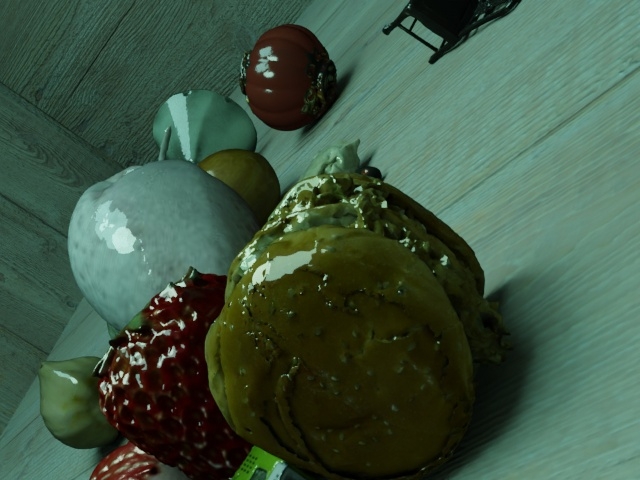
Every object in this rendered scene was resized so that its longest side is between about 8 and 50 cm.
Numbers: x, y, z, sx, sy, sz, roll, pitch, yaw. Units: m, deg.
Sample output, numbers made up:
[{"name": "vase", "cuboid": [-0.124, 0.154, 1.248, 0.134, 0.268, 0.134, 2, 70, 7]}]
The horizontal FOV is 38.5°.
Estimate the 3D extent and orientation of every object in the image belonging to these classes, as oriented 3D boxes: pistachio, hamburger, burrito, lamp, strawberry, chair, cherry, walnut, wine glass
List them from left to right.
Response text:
[{"name": "pistachio", "cuboid": [-0.456, 0.303, 1.741, 0.166, 0.197, 0.288, -56, 4, -22]}, {"name": "cherry", "cuboid": [-0.246, 0.023, 1.473, 0.291, 0.327, 0.335, -59, 11, 21]}, {"name": "wine glass", "cuboid": [-0.303, -0.149, 2.165, 0.267, 0.267, 0.406, -45, 22, 30]}, {"name": "walnut", "cuboid": [-0.202, -0.046, 1.740, 0.298, 0.203, 0.203, -50, 14, -14]}, {"name": "strawberry", "cuboid": [-0.103, 0.164, 0.937, 0.205, 0.244, 0.205, -44, -6, -6]}, {"name": "lamp", "cuboid": [-0.063, -0.345, 1.951, 0.227, 0.227, 0.227, -48, 17, 20]}, {"name": "burrito", "cuboid": [-0.038, 0.000, 1.384, 0.117, 0.076, 0.392, -31, 28, 54]}, {"name": "hamburger", "cuboid": [0.035, 0.068, 0.790, 0.261, 0.245, 0.211, 1, 26, 16]}, {"name": "chair", "cuboid": [0.209, -0.373, 1.405, 0.106, 0.113, 0.229, -63, 15, -24]}]

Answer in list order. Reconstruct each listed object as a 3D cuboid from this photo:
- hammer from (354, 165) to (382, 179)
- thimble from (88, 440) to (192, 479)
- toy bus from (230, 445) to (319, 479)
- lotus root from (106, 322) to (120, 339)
[{"name": "hammer", "cuboid": [0.000, 0.000, 1.284, 0.111, 0.033, 0.287, 16, 57, 32]}, {"name": "thimble", "cuboid": [-0.178, 0.307, 0.992, 0.189, 0.163, 0.125, -50, 18, 25]}, {"name": "toy bus", "cuboid": [-0.084, 0.330, 0.783, 0.301, 0.113, 0.139, -58, 20, -17]}, {"name": "lotus root", "cuboid": [-0.347, 0.112, 1.891, 0.175, 0.175, 0.349, -49, 17, 19]}]
